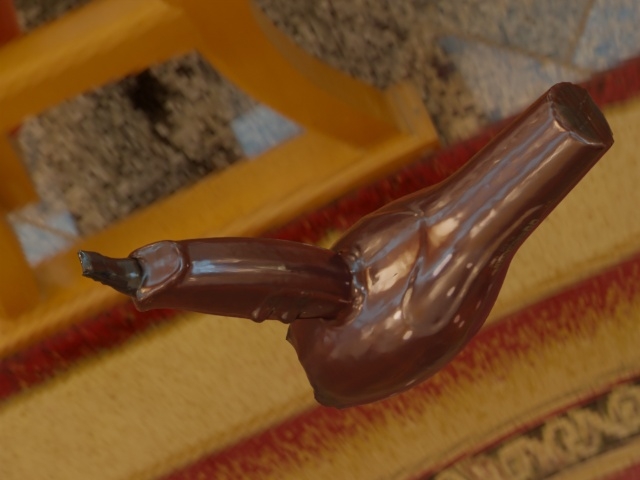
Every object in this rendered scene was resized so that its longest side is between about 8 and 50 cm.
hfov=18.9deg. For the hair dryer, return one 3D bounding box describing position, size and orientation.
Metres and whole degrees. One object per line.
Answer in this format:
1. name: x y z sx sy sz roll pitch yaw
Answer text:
1. hair dryer: 0.000 0.000 1.311 0.312 0.340 0.123 -50 49 37
